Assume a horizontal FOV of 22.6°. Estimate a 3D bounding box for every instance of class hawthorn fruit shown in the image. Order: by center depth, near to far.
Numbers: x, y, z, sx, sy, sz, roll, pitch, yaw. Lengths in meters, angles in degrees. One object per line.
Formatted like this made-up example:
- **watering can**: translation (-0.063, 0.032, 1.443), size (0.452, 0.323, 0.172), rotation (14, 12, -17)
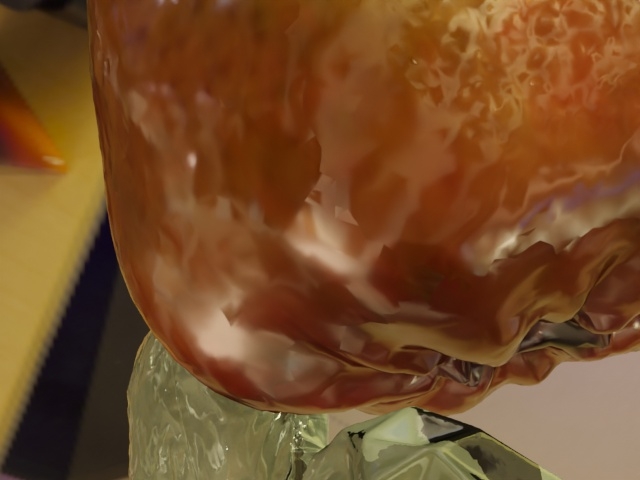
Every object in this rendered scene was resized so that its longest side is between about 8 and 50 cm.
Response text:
- **hawthorn fruit**: translation (0.071, -0.111, 1.035), size (0.472, 0.472, 0.471), rotation (0, 89, 18)

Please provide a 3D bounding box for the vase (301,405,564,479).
- **vase**: translation (0.154, 0.211, 0.812), size (0.360, 0.165, 0.165), rotation (23, 98, -15)

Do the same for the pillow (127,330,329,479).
- **pillow**: translation (-0.088, 0.160, 1.455), size (0.310, 0.138, 0.283), rotation (-44, 42, 49)
